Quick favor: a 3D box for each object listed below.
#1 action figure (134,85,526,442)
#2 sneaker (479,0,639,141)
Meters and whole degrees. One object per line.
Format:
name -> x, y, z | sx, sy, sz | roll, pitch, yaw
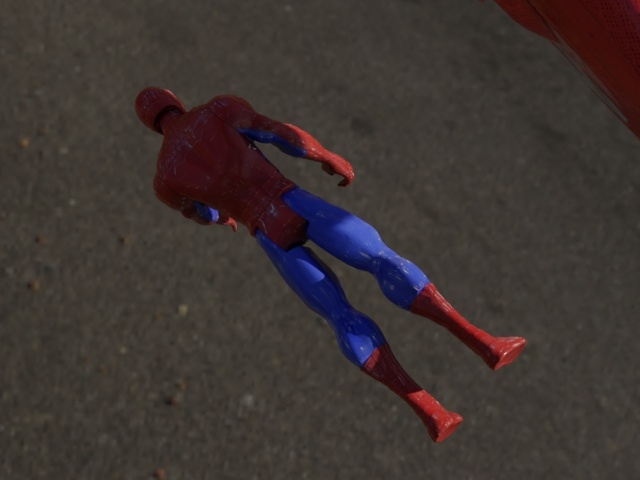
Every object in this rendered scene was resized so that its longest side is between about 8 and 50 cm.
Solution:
action figure -> 0.000, 0.000, 0.903 | 0.280, 0.091, 0.139 | 41, 10, 14
sneaker -> 0.010, -0.108, 0.441 | 0.279, 0.118, 0.107 | 45, -3, 15
